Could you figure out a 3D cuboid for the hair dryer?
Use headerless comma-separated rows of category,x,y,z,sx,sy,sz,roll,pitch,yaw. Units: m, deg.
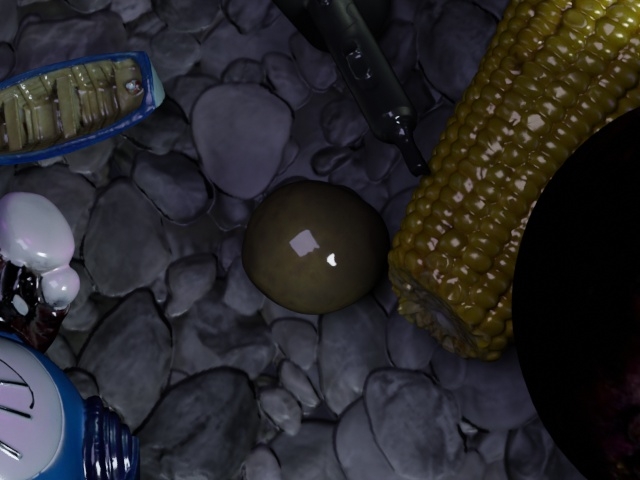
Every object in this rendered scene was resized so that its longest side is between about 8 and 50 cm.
hair dryer,0.014,-0.150,1.084,0.078,0.195,0.248,-35,58,10

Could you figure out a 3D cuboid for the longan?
longan,0.000,0.000,1.138,0.106,0.106,0.119,14,41,22

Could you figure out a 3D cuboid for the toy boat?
toy boat,-0.234,-0.097,1.265,0.229,0.046,0.080,-16,74,16

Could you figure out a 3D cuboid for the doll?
doll,-0.279,0.137,1.135,0.284,0.240,0.310,-7,58,-9

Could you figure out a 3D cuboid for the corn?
corn,0.170,-0.101,1.070,0.144,0.144,0.387,29,87,23

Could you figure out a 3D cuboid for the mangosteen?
mangosteen,0.258,0.030,0.947,0.297,0.297,0.313,-19,40,15
